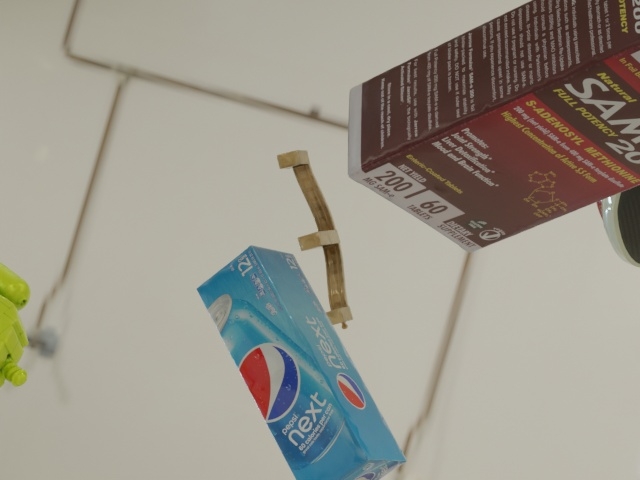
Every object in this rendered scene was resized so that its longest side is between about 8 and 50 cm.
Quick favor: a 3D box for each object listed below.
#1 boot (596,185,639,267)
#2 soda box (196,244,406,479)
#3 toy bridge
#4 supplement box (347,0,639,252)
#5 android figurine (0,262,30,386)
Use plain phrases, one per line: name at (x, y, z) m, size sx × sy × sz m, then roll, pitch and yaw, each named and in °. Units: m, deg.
boot at (0.262, -0.105, 1.602) m, size 0.088 × 0.244 × 0.176 m, roll -24°, pitch 33°, yaw -10°
soda box at (-0.017, 0.109, 1.413) m, size 0.071 × 0.067 × 0.210 m, roll 14°, pitch 42°, yaw -59°
toy bridge at (0.000, 0.000, 1.759) m, size 0.026 × 0.188 × 0.063 m, roll -16°, pitch -3°, yaw 19°
supplement box at (0.147, -0.082, 1.060) m, size 0.239 × 0.073 × 0.130 m, roll -24°, pitch -39°, yaw 36°
android figurine at (-0.429, 0.104, 1.868) m, size 0.273 × 0.248 × 0.056 m, roll 30°, pitch -32°, yaw 33°
